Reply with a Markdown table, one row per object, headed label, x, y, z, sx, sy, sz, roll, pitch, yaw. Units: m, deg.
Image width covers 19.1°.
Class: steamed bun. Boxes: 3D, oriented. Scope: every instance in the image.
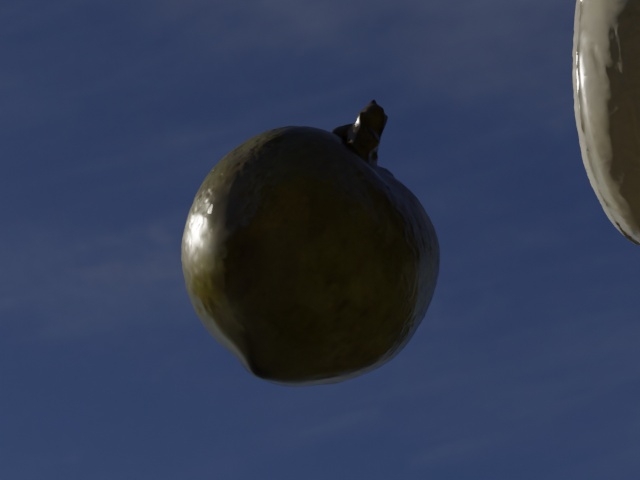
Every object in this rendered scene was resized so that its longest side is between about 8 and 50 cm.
| label | x | y | z | sx | sy | sz | roll | pitch | yaw |
| --- | --- | --- | --- | --- | --- | --- | --- | --- | --- |
| steamed bun | 0.237 | -0.105 | 1.130 | 0.130 | 0.228 | 0.177 | -9 | -15 | 37 |

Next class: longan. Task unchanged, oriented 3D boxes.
| label | x | y | z | sx | sy | sz | roll | pitch | yaw |
| --- | --- | --- | --- | --- | --- | --- | --- | --- | --- |
| longan | 0.000 | 0.000 | 1.103 | 0.145 | 0.176 | 0.155 | 27 | -8 | 14 |
